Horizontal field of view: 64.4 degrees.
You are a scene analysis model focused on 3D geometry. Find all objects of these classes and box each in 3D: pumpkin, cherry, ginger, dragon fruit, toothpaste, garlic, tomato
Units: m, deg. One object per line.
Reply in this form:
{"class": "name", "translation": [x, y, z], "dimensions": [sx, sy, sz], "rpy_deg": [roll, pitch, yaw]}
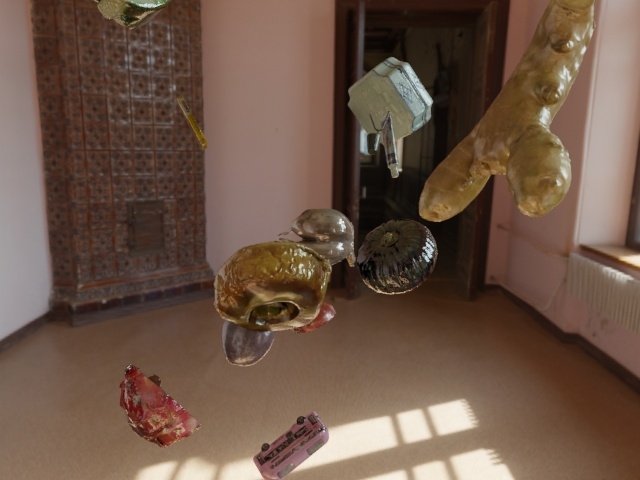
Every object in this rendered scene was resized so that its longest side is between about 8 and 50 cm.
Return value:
{"class": "pumpkin", "translation": [0.180, 0.035, 1.212], "dimensions": [0.202, 0.140, 0.202], "rpy_deg": [-21, 38, 18]}
{"class": "cherry", "translation": [-0.213, 0.286, 1.510], "dimensions": [0.176, 0.176, 0.140], "rpy_deg": [8, -14, 34]}
{"class": "ginger", "translation": [0.311, -0.190, 0.834], "dimensions": [0.122, 0.348, 0.363], "rpy_deg": [26, -6, -4]}
{"class": "dragon fruit", "translation": [-0.452, 0.434, 1.329], "dimensions": [0.274, 0.161, 0.126], "rpy_deg": [37, 60, 13]}
{"class": "toothpaste", "translation": [0.226, -0.309, 1.655], "dimensions": [0.037, 0.216, 0.062], "rpy_deg": [-4, -10, -25]}
{"class": "garlic", "translation": [0.000, 0.000, 1.780], "dimensions": [0.292, 0.210, 0.237], "rpy_deg": [6, -4, -11]}
{"class": "tomato", "translation": [-0.040, 0.276, 1.939], "dimensions": [0.173, 0.099, 0.189], "rpy_deg": [-30, 11, -25]}

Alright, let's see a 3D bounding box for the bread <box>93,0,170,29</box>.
{"class": "bread", "translation": [-0.583, -0.781, 1.411], "dimensions": [0.129, 0.381, 0.366], "rpy_deg": [-18, -4, 39]}

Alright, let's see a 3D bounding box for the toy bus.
{"class": "toy bus", "translation": [-0.073, 0.536, 1.316], "dimensions": [0.203, 0.063, 0.090], "rpy_deg": [-35, 39, -15]}

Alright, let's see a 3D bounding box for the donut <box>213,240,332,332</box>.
{"class": "donut", "translation": [-0.127, 0.135, 1.313], "dimensions": [0.330, 0.159, 0.330], "rpy_deg": [0, -32, 0]}

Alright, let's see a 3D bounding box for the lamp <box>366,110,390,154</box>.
{"class": "lamp", "translation": [0.115, -0.220, 1.071], "dimensions": [0.041, 0.054, 0.121], "rpy_deg": [8, -21, 1]}

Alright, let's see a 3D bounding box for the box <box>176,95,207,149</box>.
{"class": "box", "translation": [-0.387, -0.353, 1.537], "dimensions": [0.023, 0.155, 0.087], "rpy_deg": [-29, 6, -15]}

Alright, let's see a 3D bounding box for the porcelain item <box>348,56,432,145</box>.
{"class": "porcelain item", "translation": [0.267, -0.531, 1.952], "dimensions": [0.157, 0.281, 0.286], "rpy_deg": [-41, 10, -26]}
